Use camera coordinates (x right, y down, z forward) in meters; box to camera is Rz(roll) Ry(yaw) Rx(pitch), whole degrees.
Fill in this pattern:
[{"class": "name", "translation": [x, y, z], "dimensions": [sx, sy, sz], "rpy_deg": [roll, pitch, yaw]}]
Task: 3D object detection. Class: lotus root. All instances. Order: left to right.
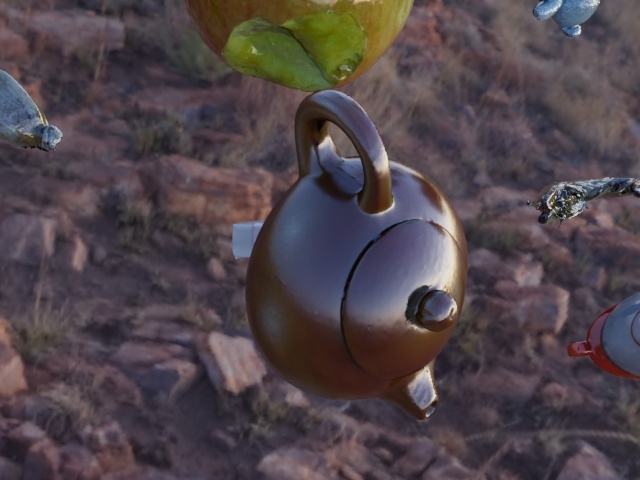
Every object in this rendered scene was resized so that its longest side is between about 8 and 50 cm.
[{"class": "lotus root", "translation": [-0.413, -0.170, 1.414], "dimensions": [0.165, 0.088, 0.088], "rpy_deg": [38, 34, -9]}]

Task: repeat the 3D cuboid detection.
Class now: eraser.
[{"class": "eraser", "translation": [0.000, 0.000, 1.451], "dimensions": [0.225, 0.052, 0.096], "rpy_deg": [3, 7, 28]}]

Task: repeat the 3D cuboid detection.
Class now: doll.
[{"class": "doll", "translation": [0.346, -0.383, 1.616], "dimensions": [0.180, 0.120, 0.075], "rpy_deg": [15, 15, -29]}, {"class": "doll", "translation": [0.417, 0.088, 1.092], "dimensions": [0.200, 0.337, 0.105], "rpy_deg": [15, 66, -64]}]

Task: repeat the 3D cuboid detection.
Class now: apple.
[{"class": "apple", "translation": [-0.028, -0.386, 1.463], "dimensions": [0.340, 0.339, 0.339], "rpy_deg": [14, 35, -10]}]

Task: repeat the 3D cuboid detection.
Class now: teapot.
[{"class": "teapot", "translation": [0.038, 0.014, 0.742], "dimensions": [0.178, 0.252, 0.135], "rpy_deg": [-34, 35, -33]}]

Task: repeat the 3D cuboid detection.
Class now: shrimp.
[{"class": "shrimp", "translation": [0.383, -0.061, 1.509], "dimensions": [0.169, 0.058, 0.296], "rpy_deg": [-7, 7, 20]}]
